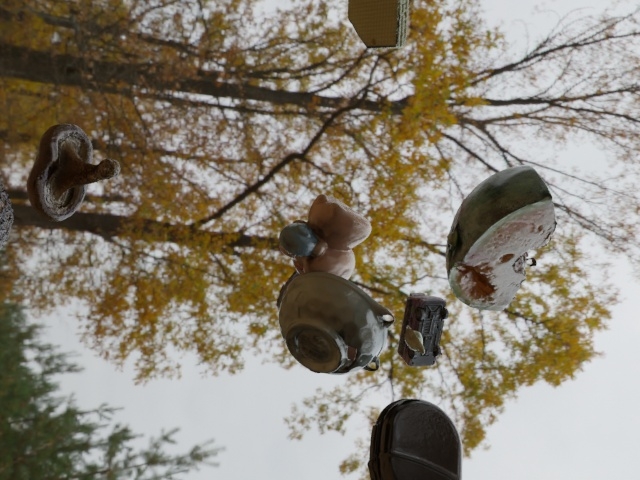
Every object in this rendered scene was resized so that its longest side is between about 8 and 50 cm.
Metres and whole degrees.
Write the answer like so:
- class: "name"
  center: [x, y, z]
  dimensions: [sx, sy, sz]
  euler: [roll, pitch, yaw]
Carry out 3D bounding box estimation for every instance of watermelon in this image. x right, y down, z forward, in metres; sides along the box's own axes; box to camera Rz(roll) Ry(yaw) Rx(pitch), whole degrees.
- class: "watermelon"
  center: [0.302, -0.019, 1.102]
  dimensions: [0.188, 0.175, 0.321]
  euler: [-107, -158, -43]

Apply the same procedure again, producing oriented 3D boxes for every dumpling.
- class: "dumpling"
  center: [0.235, 0.244, 1.469]
  dimensions: [0.059, 0.043, 0.077]
  euler: [85, 1, -55]

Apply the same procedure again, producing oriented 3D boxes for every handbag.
- class: "handbag"
  center: [0.244, 0.547, 1.489]
  dimensions: [0.093, 0.254, 0.308]
  euler: [-54, -163, 47]

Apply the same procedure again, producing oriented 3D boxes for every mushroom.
- class: "mushroom"
  center: [-0.535, -0.144, 1.304]
  dimensions: [0.218, 0.148, 0.227]
  euler: [12, -88, 30]

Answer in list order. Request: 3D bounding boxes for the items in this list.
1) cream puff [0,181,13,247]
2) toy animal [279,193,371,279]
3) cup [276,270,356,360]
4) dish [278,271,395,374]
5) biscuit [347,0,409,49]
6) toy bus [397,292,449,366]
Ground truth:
- class: "cream puff"
  center: [-0.646, -0.052, 0.982]
  dimensions: [0.239, 0.239, 0.164]
  euler: [53, -50, 40]
- class: "toy animal"
  center: [0.017, -0.001, 1.535]
  dimensions: [0.210, 0.221, 0.229]
  euler: [40, -13, 43]
- class: "cup"
  center: [0.038, 0.214, 1.699]
  dimensions: [0.288, 0.203, 0.203]
  euler: [39, -56, 24]
- class: "dish"
  center: [0.012, 0.219, 1.367]
  dimensions: [0.303, 0.120, 0.303]
  euler: [16, -53, 22]
- class: "biscuit"
  center: [0.124, -0.528, 1.223]
  dimensions: [0.150, 0.052, 0.252]
  euler: [15, -72, 47]
- class: "toy bus"
  center: [0.282, 0.245, 1.639]
  dimensions: [0.108, 0.096, 0.198]
  euler: [-144, -121, -63]
